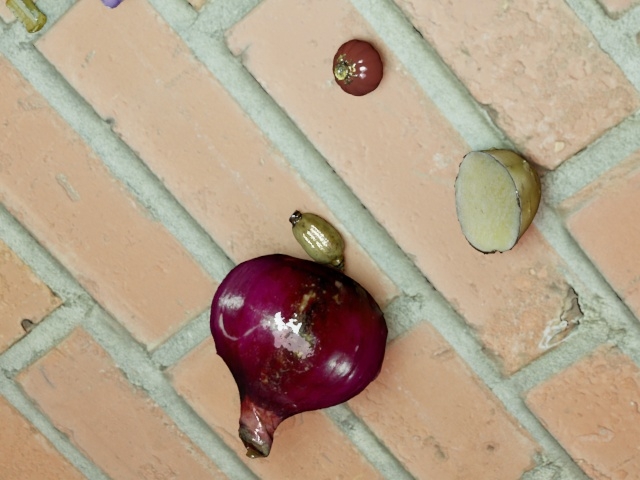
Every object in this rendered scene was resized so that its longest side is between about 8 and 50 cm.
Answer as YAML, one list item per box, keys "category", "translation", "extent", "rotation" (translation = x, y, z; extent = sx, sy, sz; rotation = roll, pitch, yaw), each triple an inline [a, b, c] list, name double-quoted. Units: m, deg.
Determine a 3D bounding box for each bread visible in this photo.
- category: "bread"
  translation: [-0.545, -0.425, 1.988]
  extent: [0.088, 0.034, 0.049]
  rotation: [48, 126, -7]

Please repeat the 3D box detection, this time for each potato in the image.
- category: "potato"
  translation: [0.338, -0.078, 1.947]
  extent: [0.117, 0.182, 0.202]
  rotation: [-20, 125, -28]

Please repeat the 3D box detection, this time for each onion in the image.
- category: "onion"
  translation: [-0.061, 0.217, 1.984]
  extent: [0.347, 0.348, 0.385]
  rotation: [22, 78, 0]

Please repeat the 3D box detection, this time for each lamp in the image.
- category: "lamp"
  translation: [0.066, -0.306, 1.907]
  extent: [0.101, 0.090, 0.101]
  rotation: [19, 117, 41]

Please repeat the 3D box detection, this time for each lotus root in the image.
- category: "lotus root"
  translation: [0.000, 0.000, 2.064]
  extent: [0.072, 0.063, 0.152]
  rotation: [-41, 96, -5]

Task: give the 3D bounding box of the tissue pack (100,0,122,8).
- category: "tissue pack"
  translation: [-0.326, -0.558, 1.751]
  extent: [0.242, 0.160, 0.338]
  rotation: [46, 148, -16]
